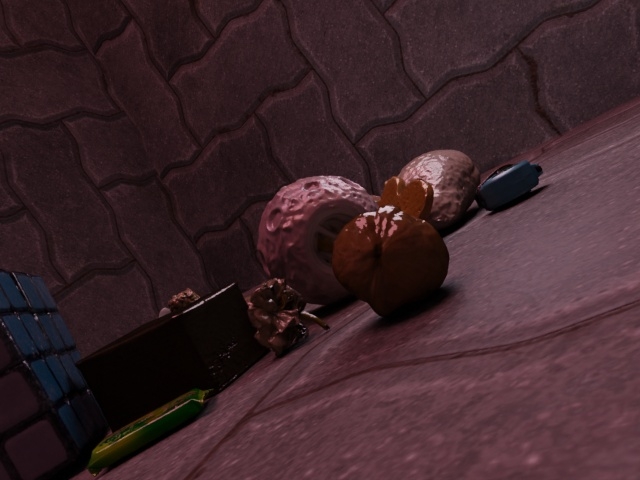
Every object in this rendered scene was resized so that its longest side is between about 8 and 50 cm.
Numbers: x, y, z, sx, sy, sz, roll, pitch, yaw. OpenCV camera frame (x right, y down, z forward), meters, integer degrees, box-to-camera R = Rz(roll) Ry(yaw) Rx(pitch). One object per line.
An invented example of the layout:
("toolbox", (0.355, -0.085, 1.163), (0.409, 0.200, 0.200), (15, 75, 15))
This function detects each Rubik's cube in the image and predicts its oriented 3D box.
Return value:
("Rubik's cube", (-0.589, 0.269, 0.946), (0.343, 0.345, 0.337), (-30, 2, -12))

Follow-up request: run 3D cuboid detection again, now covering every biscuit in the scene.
("biscuit", (0.158, -0.035, 1.310), (0.047, 0.216, 0.339), (16, -28, -22))
("biscuit", (-0.225, 0.168, 1.123), (0.070, 0.168, 0.082), (-39, 1, -25))

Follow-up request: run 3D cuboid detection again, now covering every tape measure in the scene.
("tape measure", (0.401, -0.120, 1.235), (0.146, 0.081, 0.125), (-29, -2, -20))

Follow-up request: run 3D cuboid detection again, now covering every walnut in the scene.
("walnut", (0.091, 0.026, 0.760), (0.166, 0.149, 0.166), (5, -8, 1))

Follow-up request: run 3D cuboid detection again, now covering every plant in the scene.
("plant", (-0.049, 0.119, 0.904), (0.121, 0.117, 0.104), (-6, 25, 25))

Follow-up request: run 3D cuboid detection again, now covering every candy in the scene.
("candy", (-0.229, 0.253, 0.792), (0.178, 0.032, 0.102), (-28, 1, -11))

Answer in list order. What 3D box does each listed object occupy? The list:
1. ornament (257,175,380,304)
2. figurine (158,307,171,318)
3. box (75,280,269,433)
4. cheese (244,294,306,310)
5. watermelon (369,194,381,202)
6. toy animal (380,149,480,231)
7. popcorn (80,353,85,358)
("ornament", (0.000, 0.000, 1.135), (0.259, 0.260, 0.225), (-28, 10, -16))
("figurine", (-0.372, 0.246, 1.561), (0.175, 0.133, 0.236), (8, -9, -23))
("box", (-0.251, 0.200, 0.994), (0.273, 0.143, 0.184), (-26, 2, 28))
("cheese", (-0.150, 0.169, 1.253), (0.262, 0.093, 0.159), (-29, -3, 42))
("watermelon", (0.187, -0.036, 1.745), (0.175, 0.188, 0.321), (21, 13, 19))
("toy animal", (0.277, -0.122, 1.448), (0.226, 0.188, 0.358), (-23, 11, 39))
("popcorn", (-0.779, 0.395, 1.525), (0.325, 0.290, 0.321), (-5, -15, -37))
